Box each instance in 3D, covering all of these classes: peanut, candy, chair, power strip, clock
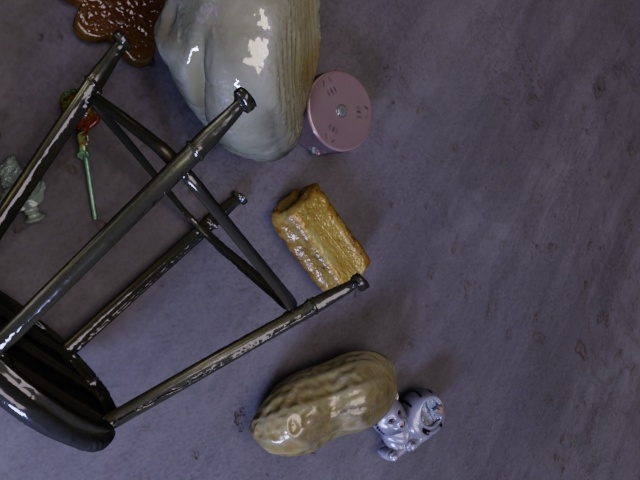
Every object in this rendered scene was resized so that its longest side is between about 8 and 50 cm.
[{"bbox_3d":[0.017,0.298,1.134,0.313,0.152,0.152,-12,97,-30],"label":"peanut"},{"bbox_3d":[-0.356,-0.129,0.940,0.061,0.060,0.200,-11,106,-33],"label":"candy"},{"bbox_3d":[-0.248,0.025,0.822,0.410,0.362,0.364,-45,135,-11],"label":"chair"},{"bbox_3d":[0.019,-0.236,1.161,0.154,0.078,0.154,-1,91,-34],"label":"power strip"},{"bbox_3d":[0.178,0.356,1.276,0.176,0.080,0.117,-27,104,-28],"label":"clock"}]

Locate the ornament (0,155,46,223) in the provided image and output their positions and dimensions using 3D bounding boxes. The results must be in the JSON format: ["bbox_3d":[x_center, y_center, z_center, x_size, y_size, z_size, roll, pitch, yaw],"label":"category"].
[{"bbox_3d":[-0.433,-0.071,0.893,0.092,0.041,0.068,45,73,-36],"label":"ornament"}]

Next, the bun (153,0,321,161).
[{"bbox_3d":[-0.124,-0.300,0.951,0.220,0.365,0.364,5,88,10],"label":"bun"}]

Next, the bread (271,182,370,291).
[{"bbox_3d":[0.000,0.000,1.150,0.114,0.083,0.211,-46,114,-29],"label":"bread"}]

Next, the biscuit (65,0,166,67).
[{"bbox_3d":[-0.325,-0.389,0.957,0.180,0.039,0.236,-48,114,-20],"label":"biscuit"}]
